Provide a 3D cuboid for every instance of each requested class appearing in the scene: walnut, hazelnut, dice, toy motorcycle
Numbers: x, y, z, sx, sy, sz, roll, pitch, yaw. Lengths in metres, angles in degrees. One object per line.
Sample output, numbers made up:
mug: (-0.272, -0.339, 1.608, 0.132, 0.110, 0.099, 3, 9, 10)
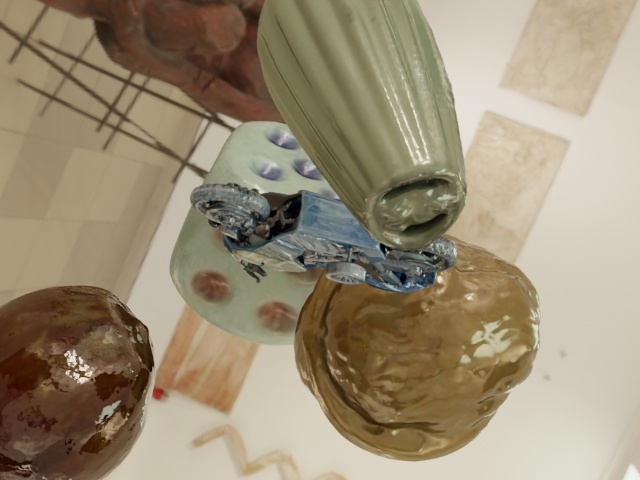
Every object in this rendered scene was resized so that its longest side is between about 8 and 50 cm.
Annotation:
walnut: (0.107, 0.122, 0.928, 0.285, 0.285, 0.296, -61, -169, -20)
hazelnut: (-0.274, 0.162, 0.828, 0.218, 0.234, 0.218, -20, 137, -20)
dice: (-0.073, -0.013, 1.222, 0.264, 0.263, 0.268, -71, -173, -56)
toy motorcycle: (0.000, 0.000, 0.691, 0.135, 0.255, 0.092, 144, -43, -65)

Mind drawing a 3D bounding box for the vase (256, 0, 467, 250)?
vase: (0.031, -0.101, 0.524, 0.128, 0.128, 0.248, 104, -23, -43)
